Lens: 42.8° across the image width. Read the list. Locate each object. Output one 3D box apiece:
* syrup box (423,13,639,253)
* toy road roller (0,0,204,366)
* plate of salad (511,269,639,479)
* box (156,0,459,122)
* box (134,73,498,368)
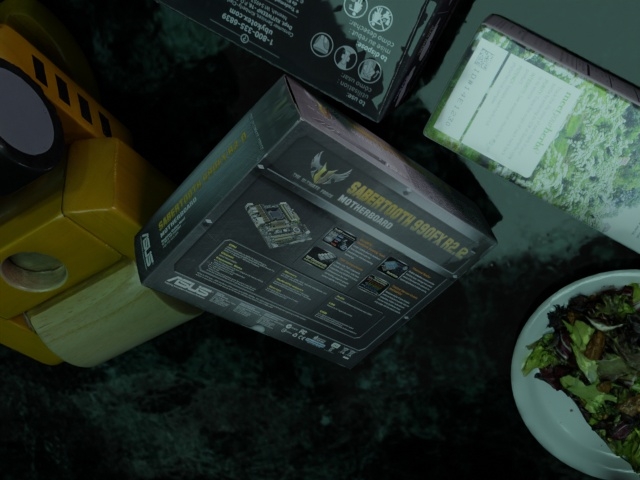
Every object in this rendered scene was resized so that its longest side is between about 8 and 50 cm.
[{"bbox_3d":[0.206,-0.073,0.615,0.236,0.096,0.093,29,114,5],"label":"syrup box"},{"bbox_3d":[-0.248,-0.062,0.721,0.202,0.241,0.329,-26,135,21],"label":"toy road roller"},{"bbox_3d":[0.262,0.122,0.686,0.199,0.048,0.200,5,108,15],"label":"plate of salad"},{"bbox_3d":[-0.015,-0.222,0.608,0.247,0.142,0.163,30,114,6],"label":"box"},{"bbox_3d":[0.000,0.000,0.648,0.231,0.056,0.183,27,119,-37],"label":"box"}]
